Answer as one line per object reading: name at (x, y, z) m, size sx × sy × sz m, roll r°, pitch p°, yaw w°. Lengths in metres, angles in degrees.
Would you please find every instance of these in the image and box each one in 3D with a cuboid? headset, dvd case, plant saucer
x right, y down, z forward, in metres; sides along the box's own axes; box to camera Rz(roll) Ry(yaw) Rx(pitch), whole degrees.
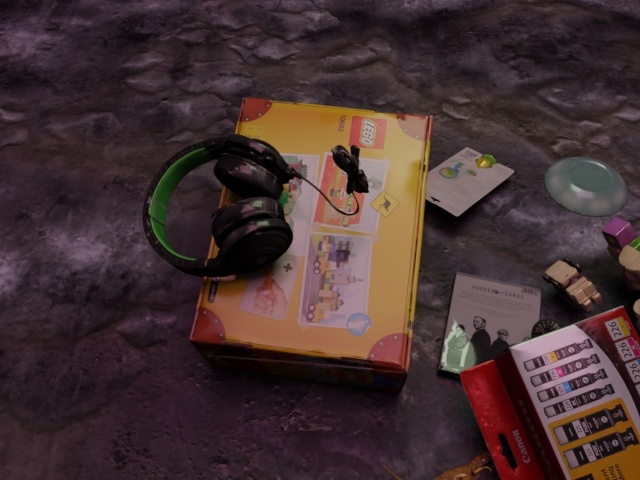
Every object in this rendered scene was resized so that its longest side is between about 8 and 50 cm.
headset at (-0.118, -0.076, 1.101) m, size 0.394 × 0.185 × 0.243 m, roll -6°, pitch 67°, yaw 12°
dvd case at (0.337, 0.178, 1.315) m, size 0.179 × 0.029 × 0.239 m, roll 12°, pitch 51°, yaw 10°
plant saucer at (0.629, -0.140, 1.570) m, size 0.195 × 0.037 × 0.195 m, roll 0°, pitch 51°, yaw 0°

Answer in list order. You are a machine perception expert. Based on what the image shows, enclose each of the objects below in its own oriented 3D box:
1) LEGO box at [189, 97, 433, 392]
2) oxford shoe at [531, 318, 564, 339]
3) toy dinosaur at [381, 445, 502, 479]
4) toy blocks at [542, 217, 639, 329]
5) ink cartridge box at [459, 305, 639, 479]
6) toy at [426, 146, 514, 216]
LEGO box at (0.000, 0.000, 1.269) m, size 0.372 × 0.193 × 0.500 m, roll 7°, pitch 68°, yaw 5°
oxford shoe at (0.455, 0.250, 1.220) m, size 0.083 × 0.096 × 0.227 m, roll -29°, pitch 66°, yaw 14°
toy dinosaur at (0.218, 0.408, 1.119) m, size 0.211 × 0.064 × 0.112 m, roll -10°, pitch 37°, yaw -21°
toy blocks at (0.667, 0.107, 1.282) m, size 0.309 × 0.260 × 0.288 m, roll -38°, pitch 27°, yaw 0°
ink cartridge box at (0.410, 0.302, 1.069) m, size 0.272 × 0.130 × 0.309 m, roll -20°, pitch 73°, yaw -4°
toy at (0.325, -0.126, 1.544) m, size 0.137 × 0.056 × 0.237 m, roll 34°, pitch 53°, yaw 28°
